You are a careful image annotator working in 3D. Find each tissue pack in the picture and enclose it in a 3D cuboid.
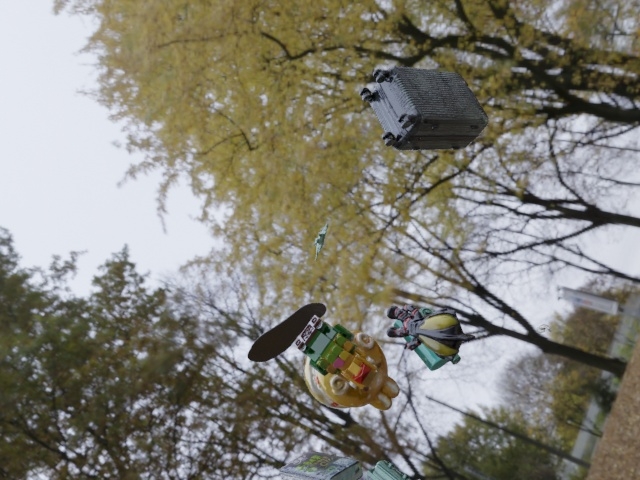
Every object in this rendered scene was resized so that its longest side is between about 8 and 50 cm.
[{"bbox_3d":[0.000,0.790,2.020,0.173,0.236,0.073,-10,-89,-48],"label":"tissue pack"}]

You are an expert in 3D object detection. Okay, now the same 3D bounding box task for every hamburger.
[{"bbox_3d":[0.108,0.443,1.961,0.261,0.186,0.302,-42,-79,-30],"label":"hamburger"}]

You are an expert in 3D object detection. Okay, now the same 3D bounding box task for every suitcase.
[{"bbox_3d":[0.266,-0.333,1.508,0.312,0.202,0.128,-8,-27,-35],"label":"suitcase"}]

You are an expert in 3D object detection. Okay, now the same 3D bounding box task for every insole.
[{"bbox_3d":[-0.100,0.260,1.651,0.111,0.007,0.328,21,-49,-34],"label":"insole"}]

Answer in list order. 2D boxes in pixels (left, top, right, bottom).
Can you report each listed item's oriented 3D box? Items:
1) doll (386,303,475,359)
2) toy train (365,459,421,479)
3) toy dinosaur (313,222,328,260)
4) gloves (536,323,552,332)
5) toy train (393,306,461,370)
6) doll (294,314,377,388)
[{"bbox_3d":[0.277,0.234,1.527,0.088,0.249,0.127,-41,-55,-34],"label":"doll"},{"bbox_3d":[0.191,0.628,1.502,0.071,0.170,0.111,11,-77,-51],"label":"toy train"},{"bbox_3d":[0.000,0.000,1.353,0.062,0.021,0.083,-64,-5,-46],"label":"toy dinosaur"},{"bbox_3d":[0.829,0.331,2.211,0.044,0.081,0.037,-38,-79,-28],"label":"gloves"},{"bbox_3d":[0.361,0.333,2.015,0.159,0.248,0.101,-18,-39,-32],"label":"toy train"},{"bbox_3d":[0.035,0.236,1.238,0.106,0.186,0.134,-54,-16,-5],"label":"doll"}]
